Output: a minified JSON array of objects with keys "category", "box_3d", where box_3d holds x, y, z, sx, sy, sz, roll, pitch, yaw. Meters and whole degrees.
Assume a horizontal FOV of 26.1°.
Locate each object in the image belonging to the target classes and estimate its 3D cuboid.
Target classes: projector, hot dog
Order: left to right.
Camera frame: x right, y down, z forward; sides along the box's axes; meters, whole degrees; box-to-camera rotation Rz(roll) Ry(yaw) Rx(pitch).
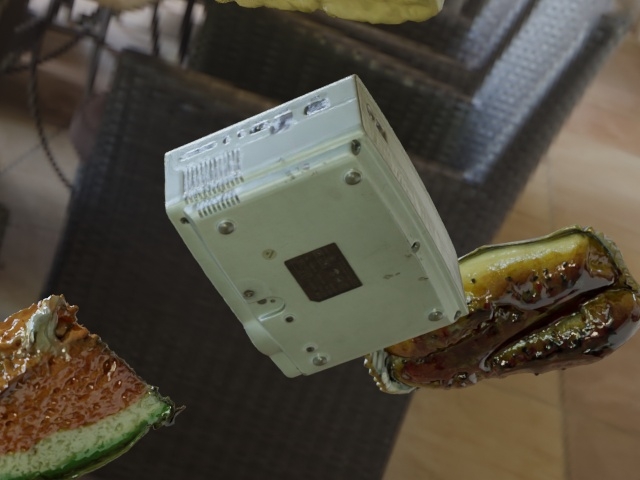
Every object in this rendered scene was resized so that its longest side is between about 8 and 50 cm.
[{"category":"projector","box_3d":[0.000,0.000,0.721,0.115,0.147,0.061,-20,42,15]},{"category":"hot dog","box_3d":[0.169,0.072,1.282,0.271,0.162,0.081,-17,41,5]}]

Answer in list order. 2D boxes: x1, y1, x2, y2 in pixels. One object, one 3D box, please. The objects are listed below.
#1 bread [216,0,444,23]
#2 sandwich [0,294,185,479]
[{"category":"bread","box_3d":[-0.050,-0.219,0.507,0.236,0.198,0.263,21,-17,29]},{"category":"sandwich","box_3d":[-0.326,0.181,1.561,0.292,0.212,0.109,-32,30,-21]}]
